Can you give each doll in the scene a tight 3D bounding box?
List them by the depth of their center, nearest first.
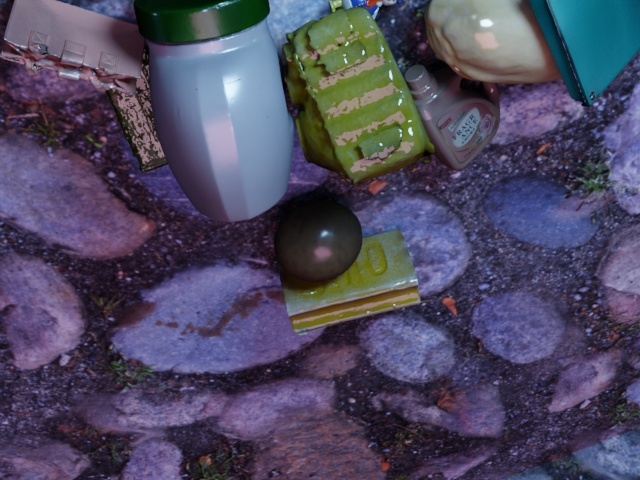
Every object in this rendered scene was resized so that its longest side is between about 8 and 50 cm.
[{"bbox_3d":[0.085,-0.406,1.767,0.143,0.057,0.099,-18,117,-3],"label":"doll"}]

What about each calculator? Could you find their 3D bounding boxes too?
[{"bbox_3d":[0.450,-0.383,1.738,0.058,0.274,0.248,5,136,49],"label":"calculator"}]

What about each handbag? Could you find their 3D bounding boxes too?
[{"bbox_3d":[-0.387,-0.306,1.656,0.212,0.157,0.059,14,130,-18],"label":"handbag"}]

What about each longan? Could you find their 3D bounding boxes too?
[{"bbox_3d":[0.000,0.000,2.107,0.185,0.159,0.204,-24,178,34],"label":"longan"}]

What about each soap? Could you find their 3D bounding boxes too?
[{"bbox_3d":[0.057,0.083,2.188,0.274,0.173,0.089,-14,136,0],"label":"soap"}]

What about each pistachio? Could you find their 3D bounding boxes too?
[{"bbox_3d":[0.314,-0.360,1.793,0.299,0.187,0.187,0,136,-25],"label":"pistachio"}]

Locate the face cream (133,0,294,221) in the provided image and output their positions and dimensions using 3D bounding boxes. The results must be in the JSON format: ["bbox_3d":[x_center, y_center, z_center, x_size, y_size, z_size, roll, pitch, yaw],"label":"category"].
[{"bbox_3d":[-0.162,-0.231,1.695,0.219,0.312,0.357,-10,118,1],"label":"face cream"}]

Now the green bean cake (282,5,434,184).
[{"bbox_3d":[0.044,-0.235,1.790,0.202,0.285,0.310,-23,180,4],"label":"green bean cake"}]

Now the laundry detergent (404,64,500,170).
[{"bbox_3d":[0.244,-0.257,1.930,0.171,0.076,0.237,-47,134,-9],"label":"laundry detergent"}]

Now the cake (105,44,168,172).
[{"bbox_3d":[-0.313,-0.250,1.841,0.100,0.099,0.235,-18,116,5],"label":"cake"}]
